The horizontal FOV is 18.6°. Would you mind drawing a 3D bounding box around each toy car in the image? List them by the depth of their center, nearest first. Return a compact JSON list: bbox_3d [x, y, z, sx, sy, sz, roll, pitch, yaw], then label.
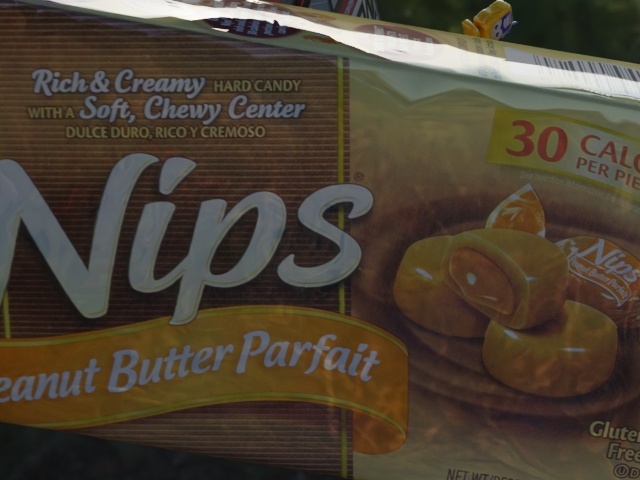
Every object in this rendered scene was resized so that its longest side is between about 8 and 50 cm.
[{"bbox_3d":[0.119,-0.068,0.995,0.040,0.122,0.060,-41,38,-23],"label":"toy car"}]

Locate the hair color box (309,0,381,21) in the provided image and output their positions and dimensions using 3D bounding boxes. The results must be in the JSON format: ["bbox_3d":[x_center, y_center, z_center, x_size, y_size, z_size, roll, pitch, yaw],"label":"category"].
[{"bbox_3d":[0.008,-0.106,1.836,0.114,0.374,0.185,-7,28,15],"label":"hair color box"}]

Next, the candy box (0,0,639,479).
[{"bbox_3d":[0.000,0.000,0.826,0.316,0.183,0.087,10,18,-1],"label":"candy box"}]

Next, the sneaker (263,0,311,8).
[{"bbox_3d":[-0.118,-0.200,1.377,0.262,0.125,0.104,21,34,36],"label":"sneaker"}]
